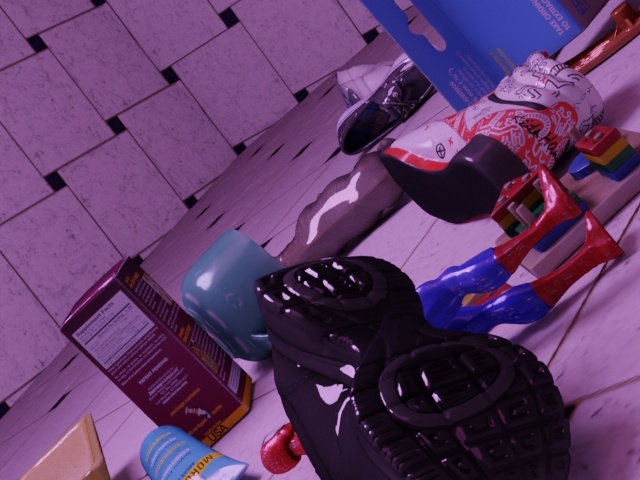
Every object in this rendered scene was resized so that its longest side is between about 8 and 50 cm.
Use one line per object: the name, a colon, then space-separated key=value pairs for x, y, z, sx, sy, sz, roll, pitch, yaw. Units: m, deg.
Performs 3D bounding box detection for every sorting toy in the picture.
sorting toy: x=0.176 y=-0.035 z=0.963 sx=0.274 sy=0.046 sz=0.132 roll=-44 pitch=9 yaw=3

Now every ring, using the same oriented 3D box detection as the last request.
ring: x=0.329 y=-0.271 z=1.429 sx=0.336 sy=0.032 sz=0.336 roll=-42 pitch=9 yaw=8

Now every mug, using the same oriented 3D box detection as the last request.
mug: x=-0.081 y=0.065 z=1.365 sx=0.097 sy=0.129 sz=0.158 roll=-46 pitch=9 yaw=-12

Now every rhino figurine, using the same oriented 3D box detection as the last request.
rhino figurine: x=0.010 y=-0.019 z=1.541 sx=0.243 sy=0.073 sz=0.106 roll=-43 pitch=6 yaw=15

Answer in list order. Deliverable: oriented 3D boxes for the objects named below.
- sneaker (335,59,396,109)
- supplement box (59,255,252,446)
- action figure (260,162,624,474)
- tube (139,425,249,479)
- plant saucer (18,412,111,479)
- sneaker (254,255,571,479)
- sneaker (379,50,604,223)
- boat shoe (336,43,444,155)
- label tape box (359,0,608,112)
sneaker: x=0.102 y=-0.257 z=2.227 sx=0.129 sy=0.111 sz=0.297 roll=-27 pitch=14 yaw=3
supplement box: x=-0.161 y=0.115 z=1.297 sx=0.081 sy=0.188 sz=0.104 roll=-43 pitch=9 yaw=6
action figure: x=0.056 y=0.048 z=0.890 sx=0.280 sy=0.091 sz=0.139 roll=-42 pitch=35 yaw=12
tube: x=-0.115 y=0.208 z=1.143 sx=0.080 sy=0.052 sz=0.207 roll=-55 pitch=17 yaw=-9
plant saucer: x=-0.325 y=0.341 z=1.330 sx=0.333 sy=0.081 sz=0.333 roll=-44 pitch=9 yaw=-8
sneaker: x=0.049 y=0.107 z=0.712 sx=0.109 sy=0.130 sz=0.286 roll=-10 pitch=22 yaw=-16
sneaker: x=0.158 y=-0.095 z=1.193 sx=0.145 sy=0.090 sz=0.270 roll=-44 pitch=12 yaw=-10
boat shoe: x=0.108 y=-0.211 z=2.009 sx=0.228 sy=0.080 sz=0.076 roll=-35 pitch=29 yaw=29
label tape box: x=0.198 y=-0.319 z=1.364 sx=0.334 sy=0.240 sz=0.106 roll=-50 pitch=12 yaw=-30
